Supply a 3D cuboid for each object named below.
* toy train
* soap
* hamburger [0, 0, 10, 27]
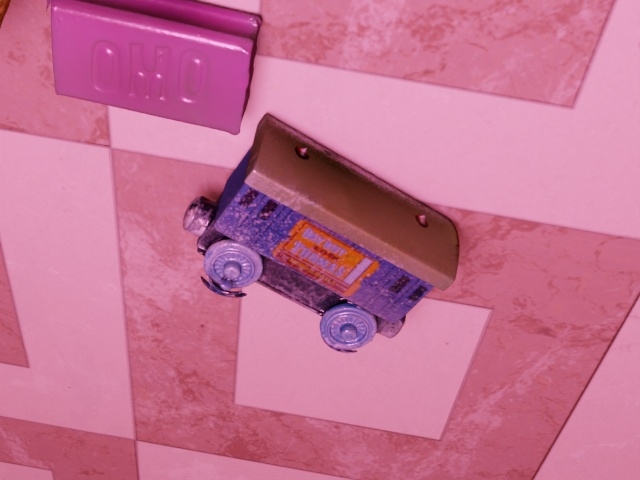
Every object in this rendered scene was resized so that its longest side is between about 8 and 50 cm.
[{"bbox_3d":[0.000,0.000,1.022,0.300,0.131,0.202,28,126,-18],"label":"toy train"},{"bbox_3d":[-0.168,-0.189,0.898,0.203,0.065,0.122,12,136,-1],"label":"soap"},{"bbox_3d":[-0.318,-0.259,0.775,0.130,0.206,0.183,-4,150,-40],"label":"hamburger"}]
